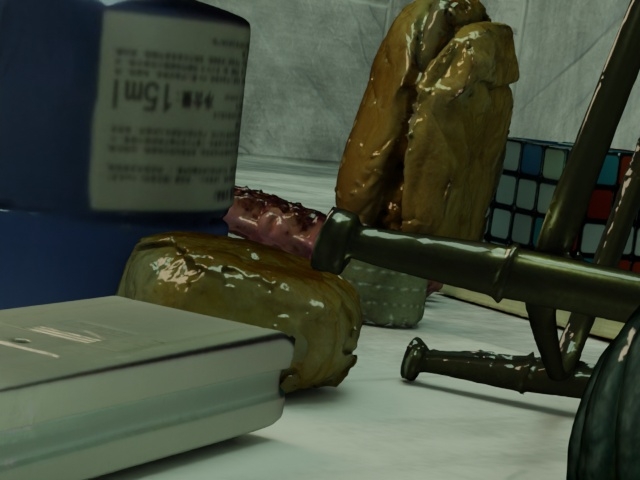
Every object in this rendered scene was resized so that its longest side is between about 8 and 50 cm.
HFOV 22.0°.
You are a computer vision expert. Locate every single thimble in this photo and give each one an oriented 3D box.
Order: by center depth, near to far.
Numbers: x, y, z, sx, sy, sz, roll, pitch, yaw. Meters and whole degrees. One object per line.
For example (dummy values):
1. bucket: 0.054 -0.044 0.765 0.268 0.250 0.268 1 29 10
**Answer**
1. thimble: 0.037 0.030 1.315 0.084 0.062 0.110 6 6 -31

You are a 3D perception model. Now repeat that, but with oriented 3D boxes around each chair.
1. chair: 0.275 -0.045 0.861 0.410 0.361 0.364 21 -9 13

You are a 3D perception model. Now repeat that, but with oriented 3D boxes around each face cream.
1. face cream: -0.177 -0.060 1.092 0.249 0.225 0.249 8 4 -1

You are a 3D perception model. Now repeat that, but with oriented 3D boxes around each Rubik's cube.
1. Rubik's cube: 0.271 -0.029 1.815 0.151 0.155 0.154 3 7 -31

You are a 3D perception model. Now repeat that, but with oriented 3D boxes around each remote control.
1. remote control: -0.120 0.068 0.713 0.103 0.055 0.277 10 7 25

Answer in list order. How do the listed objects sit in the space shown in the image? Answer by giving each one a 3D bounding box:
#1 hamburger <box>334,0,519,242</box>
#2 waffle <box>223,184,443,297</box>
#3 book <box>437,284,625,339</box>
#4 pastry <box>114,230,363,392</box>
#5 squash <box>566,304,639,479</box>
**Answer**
1. hamburger: 0.109 -0.105 1.672 0.145 0.283 0.259 19 -7 20
2. waffle: 0.000 0.000 1.482 0.234 0.055 0.221 18 1 22
3. book: 0.331 0.068 1.550 0.374 0.028 0.262 4 5 -35
4. pastry: -0.046 0.040 0.964 0.153 0.081 0.153 8 3 0
5. squash: 0.179 0.069 0.495 0.218 0.172 0.218 10 3 -1
